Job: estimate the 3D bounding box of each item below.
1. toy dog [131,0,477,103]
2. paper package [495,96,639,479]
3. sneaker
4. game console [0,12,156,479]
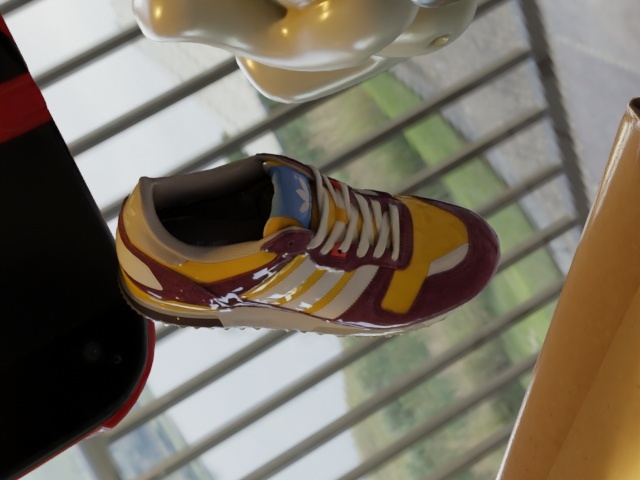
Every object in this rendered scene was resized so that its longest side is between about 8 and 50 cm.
[{"bbox_3d":[0.046,-0.236,0.881,0.408,0.395,0.284,-39,-54,-81],"label":"toy dog"},{"bbox_3d":[0.216,0.114,0.562,0.168,0.309,0.324,35,118,41],"label":"paper package"},{"bbox_3d":[0.000,0.000,0.637,0.084,0.186,0.069,107,156,-59],"label":"sneaker"},{"bbox_3d":[-0.294,0.015,0.675,0.060,0.386,0.342,-16,103,59],"label":"game console"}]
